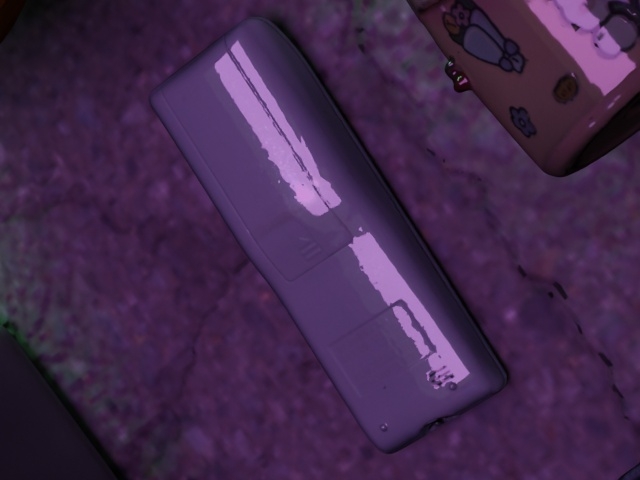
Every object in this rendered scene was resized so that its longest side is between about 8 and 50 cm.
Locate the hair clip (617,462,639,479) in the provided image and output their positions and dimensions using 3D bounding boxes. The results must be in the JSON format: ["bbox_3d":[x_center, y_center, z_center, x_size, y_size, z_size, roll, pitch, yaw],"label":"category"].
[{"bbox_3d":[0.143,0.001,0.620,0.070,0.039,0.229,33,128,38],"label":"hair clip"}]

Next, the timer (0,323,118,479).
[{"bbox_3d":[-0.183,0.172,0.774,0.192,0.195,0.194,-40,85,30],"label":"timer"}]

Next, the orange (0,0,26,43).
[{"bbox_3d":[-0.208,-0.130,0.679,0.240,0.240,0.240,8,107,26],"label":"orange"}]

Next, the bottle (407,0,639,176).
[{"bbox_3d":[0.058,-0.102,0.633,0.152,0.099,0.099,51,120,8],"label":"bottle"}]

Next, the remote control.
[{"bbox_3d":[0.000,0.000,0.727,0.061,0.029,0.162,-35,87,32],"label":"remote control"}]
